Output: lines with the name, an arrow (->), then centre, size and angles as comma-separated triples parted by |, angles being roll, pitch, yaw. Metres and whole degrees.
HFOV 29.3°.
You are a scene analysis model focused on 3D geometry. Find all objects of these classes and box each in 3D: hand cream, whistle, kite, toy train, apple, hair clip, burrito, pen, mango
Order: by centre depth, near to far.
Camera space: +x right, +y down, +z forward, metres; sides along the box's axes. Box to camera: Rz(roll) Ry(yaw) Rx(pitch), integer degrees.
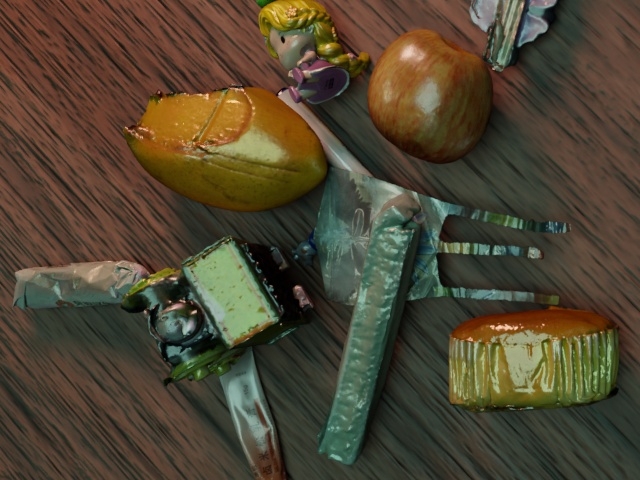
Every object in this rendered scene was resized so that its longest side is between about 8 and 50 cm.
hair clip -> 0.240, -0.332, 1.376 | 0.106, 0.084, 0.292 | 16, 104, 4
apple -> 0.126, -0.166, 1.393 | 0.146, 0.146, 0.131 | 34, 115, 15
kite -> 0.133, 0.019, 1.440 | 0.310, 0.015, 0.169 | 13, 107, 22
toy train -> -0.121, 0.080, 1.449 | 0.177, 0.261, 0.134 | -31, 83, 6
pen -> 0.038, -0.085, 1.492 | 0.269, 0.033, 0.033 | 47, 107, 12
mango -> -0.107, -0.113, 1.493 | 0.252, 0.126, 0.154 | 14, 96, 18
whistle -> 0.000, 0.000, 1.514 | 0.033, 0.029, 0.083 | 37, 115, -24
hand cream -> -0.080, 0.240, 1.559 | 0.052, 0.038, 0.216 | -18, 83, -7
burrito -> -0.316, 0.058, 1.619 | 0.203, 0.064, 0.064 | -5, 92, 22

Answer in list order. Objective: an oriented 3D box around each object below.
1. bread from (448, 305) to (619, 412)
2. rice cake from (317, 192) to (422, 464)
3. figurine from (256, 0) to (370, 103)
bread -> 0.238, 0.129, 1.378 | 0.190, 0.132, 0.114 | -1, 94, 17
rice cake -> 0.060, 0.107, 1.451 | 0.063, 0.066, 0.336 | 18, 110, 9
figurine -> -0.010, -0.247, 1.481 | 0.156, 0.115, 0.095 | 59, 145, 27
